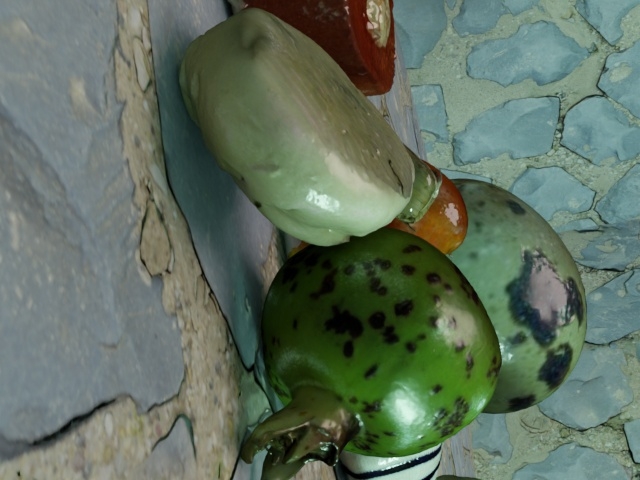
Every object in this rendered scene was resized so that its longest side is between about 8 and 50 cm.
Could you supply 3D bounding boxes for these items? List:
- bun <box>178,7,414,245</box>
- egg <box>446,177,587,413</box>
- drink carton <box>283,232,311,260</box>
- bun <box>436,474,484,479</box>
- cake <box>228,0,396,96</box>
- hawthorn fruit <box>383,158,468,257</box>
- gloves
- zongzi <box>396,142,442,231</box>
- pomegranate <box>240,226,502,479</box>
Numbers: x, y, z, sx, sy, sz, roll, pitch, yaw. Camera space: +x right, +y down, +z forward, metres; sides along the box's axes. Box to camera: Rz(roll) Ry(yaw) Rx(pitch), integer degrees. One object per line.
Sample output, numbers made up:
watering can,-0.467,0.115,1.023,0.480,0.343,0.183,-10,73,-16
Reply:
bun,-0.024,-0.083,0.697,0.210,0.116,0.237,50,17,3
egg,0.286,0.096,1.532,0.345,0.345,0.428,-30,101,-78
drink carton,0.000,0.000,0.906,0.074,0.084,0.200,7,73,-54
bun,0.227,0.485,1.257,0.179,0.283,0.283,-43,133,-29
cake,-0.005,-0.253,0.946,0.283,0.150,0.177,40,54,-72
hawthorn fruit,0.115,-0.048,1.329,0.225,0.196,0.196,51,13,1
gloves,0.078,0.193,0.978,0.131,0.140,0.219,-68,155,-53
zongzi,0.064,-0.124,1.164,0.194,0.099,0.197,38,-10,38
pomegranate,0.035,0.105,0.729,0.263,0.211,0.211,-52,138,-37
